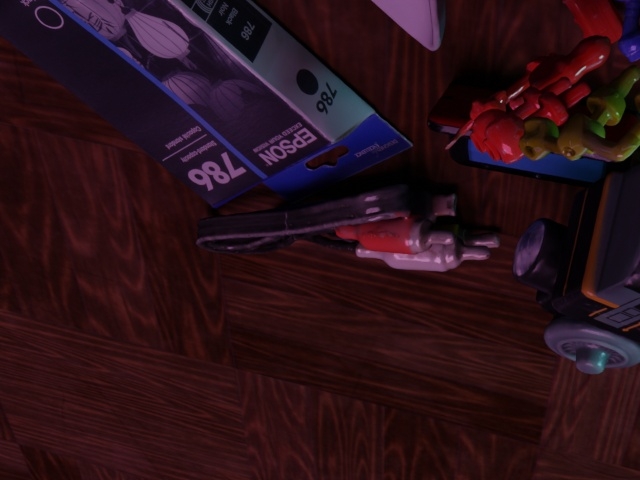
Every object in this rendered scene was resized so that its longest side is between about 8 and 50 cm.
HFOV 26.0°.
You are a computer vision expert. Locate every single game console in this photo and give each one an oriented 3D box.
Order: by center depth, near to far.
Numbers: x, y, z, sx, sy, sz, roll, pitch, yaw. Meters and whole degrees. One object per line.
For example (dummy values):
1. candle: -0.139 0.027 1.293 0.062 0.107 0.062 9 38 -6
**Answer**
1. game console: 0.157 -0.062 1.029 0.144 0.124 0.085 11 117 14

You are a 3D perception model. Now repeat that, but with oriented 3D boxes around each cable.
1. cable: 0.000 0.000 1.176 0.287 0.072 0.139 -8 171 29

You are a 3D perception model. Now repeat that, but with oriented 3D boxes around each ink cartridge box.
1. ink cartridge box: -0.099 -0.128 1.091 0.332 0.065 0.165 38 141 -23

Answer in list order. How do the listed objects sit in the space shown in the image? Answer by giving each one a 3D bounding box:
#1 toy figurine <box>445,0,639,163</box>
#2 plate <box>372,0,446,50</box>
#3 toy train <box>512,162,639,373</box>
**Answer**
1. toy figurine: 0.120 -0.182 0.754 0.217 0.191 0.362 57 179 -8
2. plate: -0.022 -0.245 0.764 0.277 0.045 0.278 43 175 10
3. toy train: 0.310 0.054 1.012 0.334 0.142 0.190 22 160 -11
